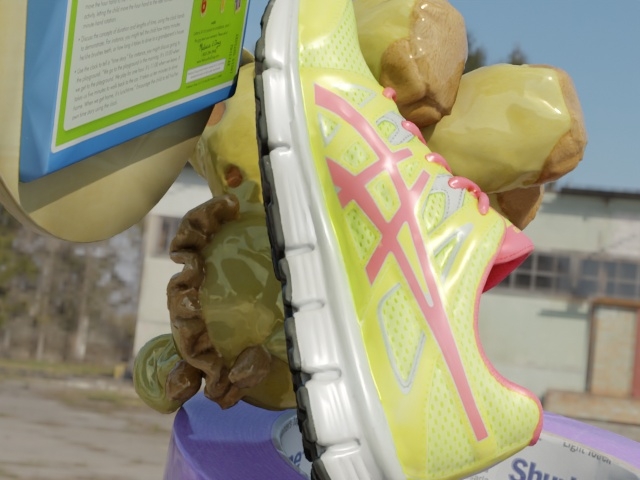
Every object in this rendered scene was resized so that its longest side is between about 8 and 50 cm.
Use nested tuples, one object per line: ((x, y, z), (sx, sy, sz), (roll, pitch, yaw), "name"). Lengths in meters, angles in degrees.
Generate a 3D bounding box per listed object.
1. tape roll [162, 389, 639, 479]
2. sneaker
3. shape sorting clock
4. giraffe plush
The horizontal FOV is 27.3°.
((0.063, 0.143, 0.579), (0.274, 0.090, 0.275), (11, 10, -2), "tape roll")
((0.027, -0.006, 0.482), (0.094, 0.208, 0.081), (-10, -17, -2), "sneaker")
((-0.059, -0.101, 0.402), (0.040, 0.206, 0.206), (16, -2, 14), "shape sorting clock")
((0.000, 0.000, 0.584), (0.210, 0.170, 0.181), (15, -28, -11), "giraffe plush")
